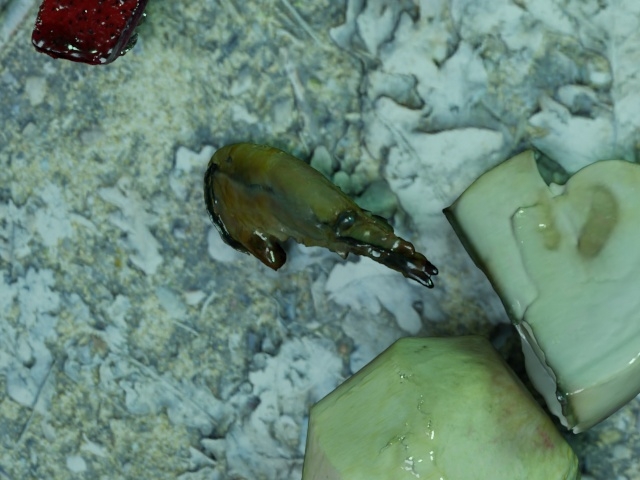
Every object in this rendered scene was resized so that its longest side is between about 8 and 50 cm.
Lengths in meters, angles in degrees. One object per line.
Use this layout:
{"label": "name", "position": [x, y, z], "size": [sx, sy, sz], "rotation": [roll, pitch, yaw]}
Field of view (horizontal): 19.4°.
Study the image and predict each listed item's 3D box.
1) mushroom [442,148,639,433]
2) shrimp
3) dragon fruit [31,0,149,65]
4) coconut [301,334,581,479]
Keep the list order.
{"label": "mushroom", "position": [0.229, 0.039, 1.535], "size": [0.236, 0.173, 0.162], "rotation": [62, 178, 35]}
{"label": "shrimp", "position": [0.006, -0.007, 1.659], "size": [0.262, 0.066, 0.117], "rotation": [32, 140, 29]}
{"label": "dragon fruit", "position": [-0.192, -0.221, 1.656], "size": [0.102, 0.096, 0.147], "rotation": [24, 91, 5]}
{"label": "coconut", "position": [0.087, 0.211, 1.593], "size": [0.259, 0.259, 0.259], "rotation": [12, 117, 23]}
